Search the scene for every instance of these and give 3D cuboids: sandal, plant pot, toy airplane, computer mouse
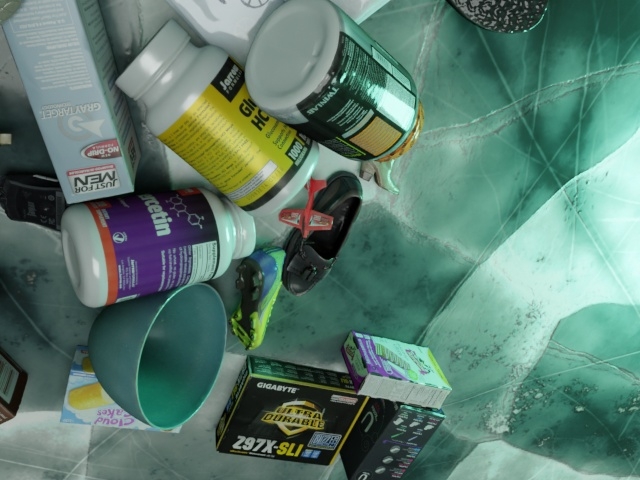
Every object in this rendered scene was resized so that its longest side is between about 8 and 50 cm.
[{"bbox_3d":[0.204,-0.515,0.979,0.445,0.107,0.168,27,111,-12],"label":"sandal"},{"bbox_3d":[-0.349,0.211,1.157,0.195,0.290,0.290,9,122,22],"label":"plant pot"},{"bbox_3d":[-0.025,-0.067,1.158,0.028,0.151,0.151,-2,124,-48],"label":"toy airplane"},{"bbox_3d":[-0.531,-0.111,1.035,0.262,0.060,0.184,6,121,-4],"label":"computer mouse"}]

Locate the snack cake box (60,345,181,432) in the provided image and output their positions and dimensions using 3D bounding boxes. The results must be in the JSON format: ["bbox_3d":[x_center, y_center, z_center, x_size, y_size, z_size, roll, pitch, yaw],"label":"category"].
[{"bbox_3d":[-0.431,0.340,1.287,0.264,0.089,0.152,12,114,-19],"label":"snack cake box"}]

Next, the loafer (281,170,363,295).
[{"bbox_3d":[0.000,0.000,1.201,0.109,0.095,0.303,19,112,-22],"label":"loafer"}]

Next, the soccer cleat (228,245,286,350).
[{"bbox_3d":[-0.127,0.132,1.235,0.121,0.093,0.289,-31,148,-38],"label":"soccer cleat"}]

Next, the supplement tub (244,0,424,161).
[{"bbox_3d":[0.040,-0.251,0.967,0.193,0.193,0.316,-50,146,15],"label":"supplement tub"}]

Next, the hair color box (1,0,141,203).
[{"bbox_3d":[-0.393,-0.270,0.904,0.113,0.185,0.375,-12,120,-6],"label":"hair color box"}]

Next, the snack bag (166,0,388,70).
[{"bbox_3d":[-0.088,-0.436,0.939,0.342,0.037,0.323,-33,121,20],"label":"snack bag"}]

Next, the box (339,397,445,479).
[{"bbox_3d":[0.169,0.479,1.465,0.143,0.165,0.270,20,112,-23],"label":"box"}]

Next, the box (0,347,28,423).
[{"bbox_3d":[-0.832,0.339,1.161,0.381,0.143,0.191,-26,121,-1],"label":"box"}]

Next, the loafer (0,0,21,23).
[{"bbox_3d":[-0.412,-0.331,0.742,0.125,0.039,0.045,-40,151,16],"label":"loafer"}]

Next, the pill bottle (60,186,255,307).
[{"bbox_3d":[-0.290,0.001,1.048,0.322,0.181,0.182,-13,124,-34],"label":"pill bottle"}]

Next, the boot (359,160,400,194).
[{"bbox_3d":[0.136,-0.154,1.185,0.118,0.042,0.087,20,104,-30],"label":"boot"}]

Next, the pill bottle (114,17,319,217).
[{"bbox_3d":[-0.174,-0.208,0.988,0.188,0.188,0.334,-43,117,11],"label":"pill bottle"}]

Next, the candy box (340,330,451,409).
[{"bbox_3d":[0.181,0.313,1.381,0.233,0.159,0.071,16,114,-22],"label":"candy box"}]

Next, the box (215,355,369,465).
[{"bbox_3d":[-0.074,0.437,1.435,0.322,0.079,0.257,16,115,-21],"label":"box"}]
